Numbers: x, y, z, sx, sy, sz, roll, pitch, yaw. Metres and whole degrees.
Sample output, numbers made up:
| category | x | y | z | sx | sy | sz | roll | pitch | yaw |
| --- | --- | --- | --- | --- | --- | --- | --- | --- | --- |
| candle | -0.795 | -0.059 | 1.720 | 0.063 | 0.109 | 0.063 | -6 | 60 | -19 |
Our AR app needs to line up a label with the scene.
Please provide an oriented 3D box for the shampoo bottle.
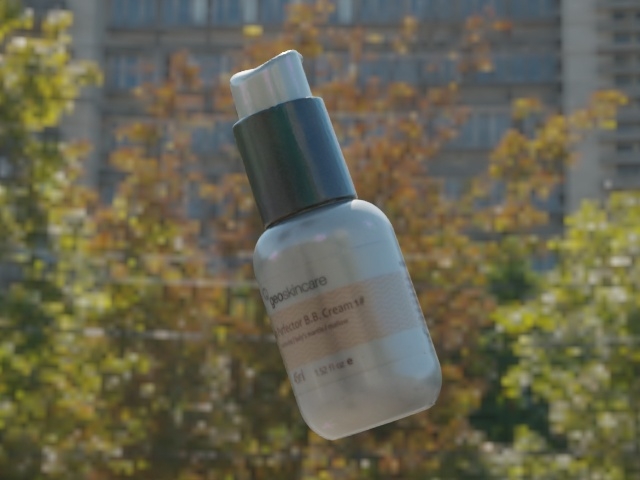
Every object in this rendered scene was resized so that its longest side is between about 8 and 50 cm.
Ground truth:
| category | x | y | z | sx | sy | sz | roll | pitch | yaw |
| --- | --- | --- | --- | --- | --- | --- | --- | --- | --- |
| shampoo bottle | 0.000 | 0.000 | 0.950 | 0.074 | 0.192 | 0.074 | -18 | -6 | -2 |
